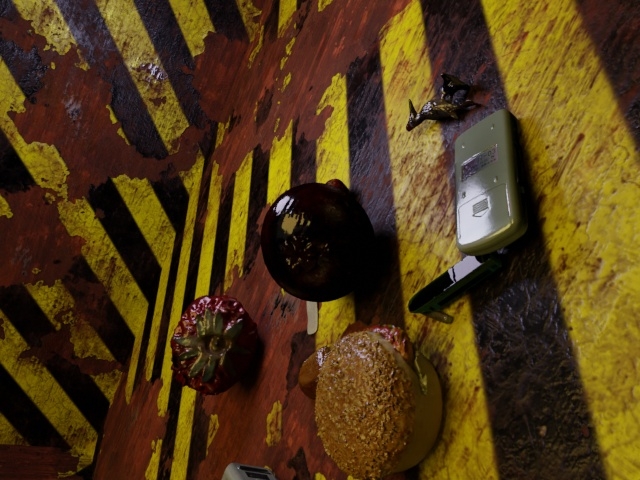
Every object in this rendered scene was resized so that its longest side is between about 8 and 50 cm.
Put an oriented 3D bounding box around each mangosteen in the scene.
[{"bbox_3d":[0.002,0.003,1.217,0.297,0.293,0.297,6,100,37],"label":"mangosteen"}]

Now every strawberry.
[{"bbox_3d":[-0.348,0.355,1.652,0.345,0.295,0.318,92,170,-77],"label":"strawberry"}]

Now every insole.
[{"bbox_3d":[-0.022,0.179,1.407,0.063,0.010,0.192,-35,45,47],"label":"insole"}]

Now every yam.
[{"bbox_3d":[0.225,0.148,0.997,0.116,0.021,0.021,13,85,61],"label":"yam"}]

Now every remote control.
[{"bbox_3d":[0.319,-0.111,0.919,0.140,0.056,0.296,-34,38,47],"label":"remote control"}]

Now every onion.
[{"bbox_3d":[0.037,-0.124,1.399,0.107,0.097,0.107,-174,90,-78],"label":"onion"}]

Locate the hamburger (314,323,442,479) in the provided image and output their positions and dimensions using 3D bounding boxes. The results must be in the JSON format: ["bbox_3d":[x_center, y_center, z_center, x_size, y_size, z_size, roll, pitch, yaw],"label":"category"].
[{"bbox_3d":[0.098,0.312,0.956,0.276,0.179,0.294,-13,62,56],"label":"hamburger"}]

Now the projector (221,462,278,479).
[{"bbox_3d":[-0.191,0.722,1.232,0.177,0.163,0.243,10,80,62],"label":"projector"}]

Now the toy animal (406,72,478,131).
[{"bbox_3d":[0.271,-0.310,1.136,0.202,0.070,0.105,-24,73,48],"label":"toy animal"}]

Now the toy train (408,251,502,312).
[{"bbox_3d":[0.258,0.087,0.946,0.209,0.042,0.044,-44,27,35],"label":"toy train"}]

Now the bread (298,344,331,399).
[{"bbox_3d":[-0.014,0.346,1.268,0.129,0.044,0.126,-46,36,42],"label":"bread"}]
